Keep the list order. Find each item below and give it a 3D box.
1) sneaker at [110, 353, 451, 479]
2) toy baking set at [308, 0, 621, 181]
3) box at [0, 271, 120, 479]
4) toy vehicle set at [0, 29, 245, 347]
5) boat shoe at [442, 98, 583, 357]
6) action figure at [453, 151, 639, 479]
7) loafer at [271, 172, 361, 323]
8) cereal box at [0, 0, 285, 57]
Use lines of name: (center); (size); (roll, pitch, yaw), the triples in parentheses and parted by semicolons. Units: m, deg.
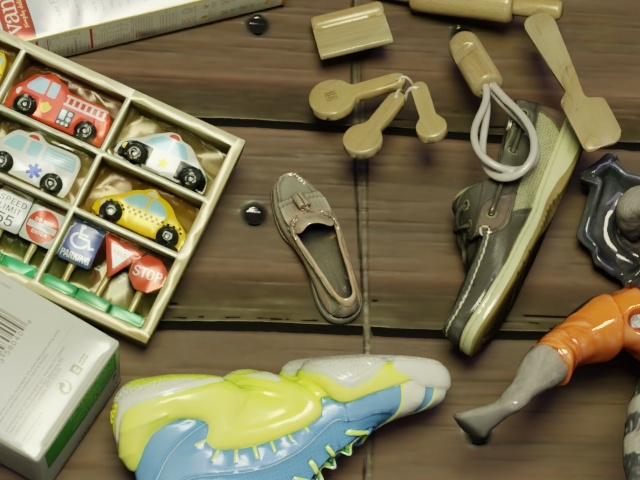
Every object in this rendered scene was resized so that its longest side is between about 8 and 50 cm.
sneaker: (-0.023, 0.147, 1.059); (0.240, 0.091, 0.126); (-5, 87, -9)
toy baking set: (0.108, -0.127, 1.166); (0.256, 0.030, 0.197); (7, 55, 14)
box: (-0.205, 0.098, 1.045); (0.102, 0.087, 0.101); (30, 68, 5)
toy vehicle set: (-0.210, -0.051, 1.108); (0.267, 0.035, 0.166); (24, 78, 0)
boat shoe: (0.133, -0.015, 1.139); (0.073, 0.080, 0.223); (24, 62, 10)
action figure: (0.304, 0.079, 1.064); (0.341, 0.178, 0.330); (35, 72, 6)
loafer: (0.000, 0.000, 1.134); (0.045, 0.039, 0.125); (-20, 71, -13)
cereal box: (-0.165, -0.242, 1.210); (0.240, 0.047, 0.173); (-15, 71, -11)
